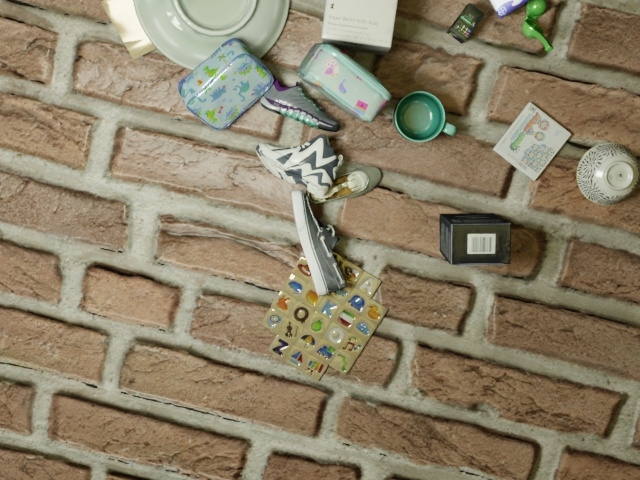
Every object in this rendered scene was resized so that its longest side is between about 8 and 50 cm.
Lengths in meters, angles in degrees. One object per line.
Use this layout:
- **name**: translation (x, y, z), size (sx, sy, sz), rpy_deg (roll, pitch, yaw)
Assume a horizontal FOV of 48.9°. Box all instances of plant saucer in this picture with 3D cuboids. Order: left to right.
- **plant saucer**: translation (-0.268, -0.621, 1.764), size (0.400, 0.100, 0.401), rpy_deg (-3, 104, -11)

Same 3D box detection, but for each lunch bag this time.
- **lunch bag**: translation (-0.241, -0.396, 1.808), size (0.219, 0.176, 0.090), rpy_deg (-40, 58, 13)
- **lunch bag**: translation (0.060, -0.390, 1.752), size (0.224, 0.279, 0.108), rpy_deg (33, 99, -15)

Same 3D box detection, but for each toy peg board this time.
- **toy peg board**: translation (-0.455, -0.587, 1.842), size (0.161, 0.079, 0.161), rpy_deg (-26, 113, 5)

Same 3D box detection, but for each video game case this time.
- **video game case**: translation (0.565, -0.264, 1.885), size (0.143, 0.019, 0.157), rpy_deg (36, 98, -4)

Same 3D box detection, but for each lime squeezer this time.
- **lime squeezer**: translation (0.559, -0.590, 1.797), size (0.058, 0.110, 0.311), rpy_deg (15, 68, -3)

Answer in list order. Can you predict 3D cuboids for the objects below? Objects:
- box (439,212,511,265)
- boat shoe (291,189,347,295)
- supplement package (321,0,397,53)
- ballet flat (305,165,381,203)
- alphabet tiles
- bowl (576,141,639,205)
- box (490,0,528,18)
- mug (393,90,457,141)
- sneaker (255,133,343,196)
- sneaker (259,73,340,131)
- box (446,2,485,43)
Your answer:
- **box**: translation (0.397, -0.006, 1.834), size (0.153, 0.207, 0.108), rpy_deg (-1, 99, 3)
- **boat shoe**: translation (0.000, 0.000, 1.885), size (0.102, 0.108, 0.301), rpy_deg (-17, 102, 1)
- **supplement package**: translation (0.108, -0.631, 1.761), size (0.177, 0.175, 0.293), rpy_deg (8, 99, 1)
- **ballet flat**: translation (0.063, -0.143, 1.892), size (0.213, 0.068, 0.072), rpy_deg (-17, 98, 4)
- **alphabet tiles**: translation (0.010, 0.212, 1.977), size (0.285, 0.011, 0.343), rpy_deg (31, 98, -3)
- **bowl**: translation (0.775, -0.174, 1.864), size (0.170, 0.080, 0.170), rpy_deg (0, 98, 1)
- **box**: translation (0.479, -0.655, 1.776), size (0.126, 0.072, 0.137), rpy_deg (-28, 97, 33)
- **mug**: translation (0.263, -0.312, 1.846), size (0.129, 0.097, 0.158), rpy_deg (-35, 97, 6)
- **sneaker**: translation (-0.044, -0.231, 1.877), size (0.235, 0.094, 0.153), rpy_deg (27, 67, 25)
- **sneaker**: translation (-0.044, -0.361, 1.856), size (0.223, 0.083, 0.098), rpy_deg (21, 94, -1)
- **box**: translation (0.375, -0.561, 1.822), size (0.052, 0.062, 0.083), rpy_deg (34, 98, -5)
